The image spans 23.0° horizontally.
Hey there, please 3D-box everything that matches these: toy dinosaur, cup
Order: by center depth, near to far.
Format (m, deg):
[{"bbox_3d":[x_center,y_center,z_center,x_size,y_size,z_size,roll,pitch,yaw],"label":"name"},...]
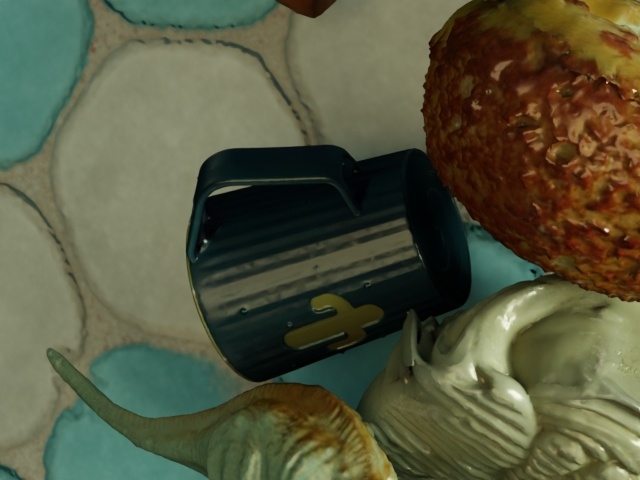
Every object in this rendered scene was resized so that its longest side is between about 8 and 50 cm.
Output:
[{"bbox_3d":[-0.051,0.163,1.013,0.393,0.092,0.205,39,120,45],"label":"toy dinosaur"},{"bbox_3d":[0.000,0.000,1.027,0.155,0.131,0.176,-17,137,21],"label":"cup"}]

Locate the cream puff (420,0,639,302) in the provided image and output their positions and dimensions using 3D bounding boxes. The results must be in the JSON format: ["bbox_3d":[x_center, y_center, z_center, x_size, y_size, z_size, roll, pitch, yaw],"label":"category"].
[{"bbox_3d":[0.165,-0.057,0.900,0.240,0.240,0.164,37,119,15],"label":"cream puff"}]

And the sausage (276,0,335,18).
[{"bbox_3d":[-0.084,-0.253,1.045,0.259,0.113,0.113,31,111,16],"label":"sausage"}]

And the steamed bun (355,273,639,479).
[{"bbox_3d":[0.145,0.095,0.974,0.211,0.144,0.218,30,151,-1],"label":"steamed bun"}]
